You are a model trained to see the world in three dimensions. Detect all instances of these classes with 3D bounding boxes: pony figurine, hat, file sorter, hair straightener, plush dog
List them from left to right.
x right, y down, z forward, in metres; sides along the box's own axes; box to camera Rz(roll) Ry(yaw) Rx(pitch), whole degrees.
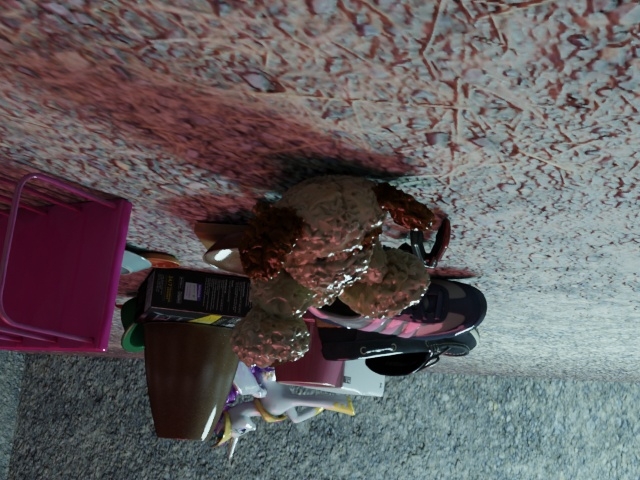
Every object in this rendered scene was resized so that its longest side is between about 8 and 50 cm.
[{"bbox_3d":[-0.429,0.028,1.185,0.291,0.202,0.182,-3,162,32],"label":"file sorter"},{"bbox_3d":[-0.429,0.138,2.080,0.208,0.183,0.173,-50,155,20],"label":"hat"},{"bbox_3d":[-0.135,0.331,2.241,0.364,0.350,0.303,-16,-174,-5],"label":"pony figurine"},{"bbox_3d":[0.000,0.000,1.046,0.263,0.210,0.225,-20,162,-23],"label":"plush dog"},{"bbox_3d":[0.127,0.006,1.264,0.089,0.047,0.230,4,172,3],"label":"hair straightener"}]

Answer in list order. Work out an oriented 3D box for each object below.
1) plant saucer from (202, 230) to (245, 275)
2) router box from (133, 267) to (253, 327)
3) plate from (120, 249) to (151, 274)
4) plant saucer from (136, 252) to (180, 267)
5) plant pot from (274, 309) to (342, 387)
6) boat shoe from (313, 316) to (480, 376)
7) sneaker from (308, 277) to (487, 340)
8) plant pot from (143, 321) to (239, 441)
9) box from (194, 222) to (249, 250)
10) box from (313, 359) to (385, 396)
[{"bbox_3d":[-0.067,0.020,1.291,0.199,0.036,0.198,5,165,1],"label":"plant saucer"},{"bbox_3d":[-0.239,0.129,1.842,0.243,0.080,0.309,8,167,-16],"label":"router box"},{"bbox_3d":[-0.382,0.031,1.542,0.188,0.024,0.188,9,166,2],"label":"plate"},{"bbox_3d":[-0.285,0.034,1.580,0.084,0.013,0.083,4,169,1],"label":"plant saucer"},{"bbox_3d":[-0.025,0.220,1.951,0.202,0.180,0.201,5,167,1],"label":"plant pot"},{"bbox_3d":[0.164,0.208,1.895,0.187,0.155,0.500,-8,164,38],"label":"boat shoe"},{"bbox_3d":[0.121,0.111,1.561,0.319,0.112,0.131,-1,170,18],"label":"sneaker"},{"bbox_3d":[-0.274,0.298,1.893,0.216,0.230,0.215,5,167,1],"label":"plant pot"},{"bbox_3d":[-0.075,0.006,1.357,0.201,0.021,0.164,4,167,4],"label":"box"},{"bbox_3d":[0.060,0.265,2.121,0.119,0.181,0.181,-3,165,36],"label":"box"}]
